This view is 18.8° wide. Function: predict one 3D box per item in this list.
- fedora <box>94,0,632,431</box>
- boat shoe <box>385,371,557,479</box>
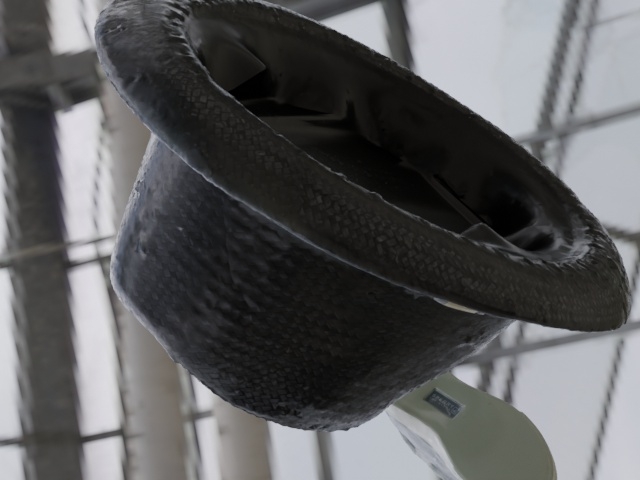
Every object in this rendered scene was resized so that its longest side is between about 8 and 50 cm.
[{"bbox_3d":[0.000,0.000,1.028,0.334,0.152,0.334,30,-161,-11],"label":"fedora"},{"bbox_3d":[0.133,0.177,1.674,0.079,0.227,0.081,-39,-49,-12],"label":"boat shoe"}]
